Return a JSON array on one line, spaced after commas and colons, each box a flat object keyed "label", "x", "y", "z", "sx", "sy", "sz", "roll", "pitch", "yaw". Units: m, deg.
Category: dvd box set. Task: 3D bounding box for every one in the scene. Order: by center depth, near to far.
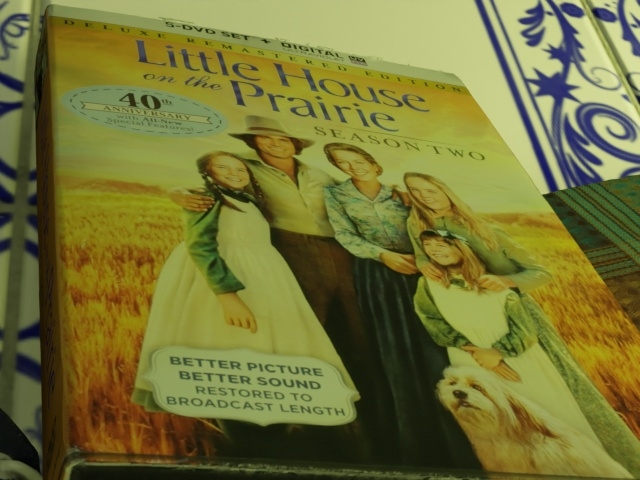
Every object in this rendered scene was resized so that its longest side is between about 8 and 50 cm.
[{"label": "dvd box set", "x": 0.000, "y": 0.000, "z": 0.622, "sx": 0.308, "sy": 0.062, "sz": 0.420, "roll": 7, "pitch": 32, "yaw": -19}]

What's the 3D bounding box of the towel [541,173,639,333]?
[{"label": "towel", "x": 0.321, "y": 0.006, "z": 0.705, "sx": 0.370, "sy": 0.040, "sz": 0.271, "roll": -12, "pitch": 27, "yaw": -10}]

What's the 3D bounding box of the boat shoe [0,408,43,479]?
[{"label": "boat shoe", "x": -0.131, "y": 0.154, "z": 0.437, "sx": 0.340, "sy": 0.127, "sz": 0.158, "roll": 29, "pitch": 51, "yaw": 11}]
